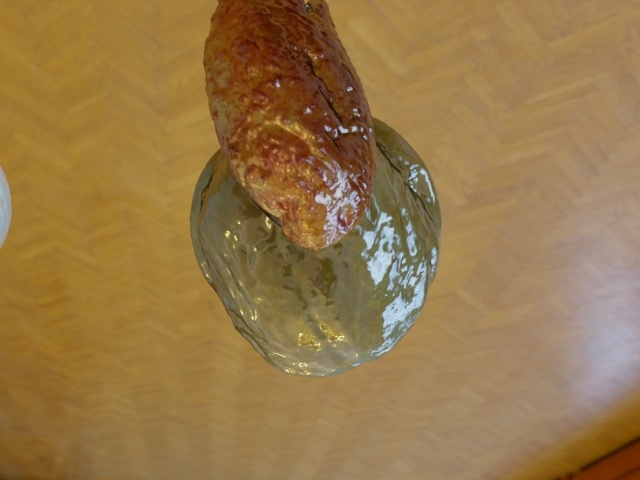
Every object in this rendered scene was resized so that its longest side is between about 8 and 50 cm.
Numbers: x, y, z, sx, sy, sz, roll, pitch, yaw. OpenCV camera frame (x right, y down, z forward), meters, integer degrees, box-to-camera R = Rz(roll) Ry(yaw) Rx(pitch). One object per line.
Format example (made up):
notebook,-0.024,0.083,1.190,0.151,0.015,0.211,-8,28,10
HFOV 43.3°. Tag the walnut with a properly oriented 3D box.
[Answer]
walnut,0.000,0.000,0.827,0.283,0.227,0.283,-1,111,-1

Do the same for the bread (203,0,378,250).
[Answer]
bread,-0.018,-0.116,0.560,0.095,0.269,0.139,-19,140,25

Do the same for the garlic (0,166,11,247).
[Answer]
garlic,-0.276,-0.055,0.403,0.199,0.199,0.226,0,123,12
